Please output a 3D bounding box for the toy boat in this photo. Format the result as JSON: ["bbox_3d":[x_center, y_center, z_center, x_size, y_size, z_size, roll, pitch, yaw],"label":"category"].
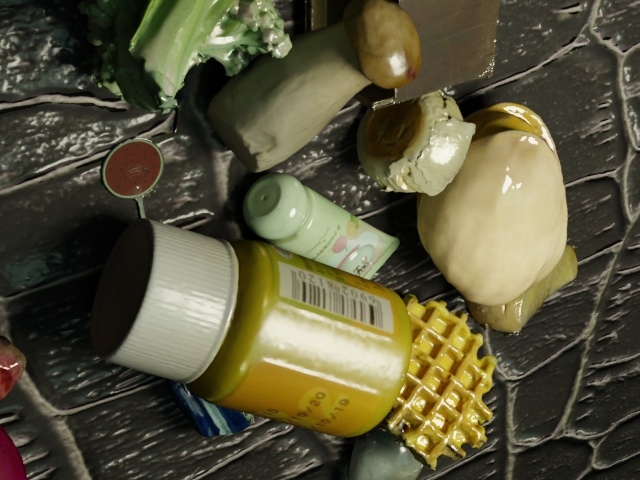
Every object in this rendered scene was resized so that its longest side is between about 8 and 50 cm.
[{"bbox_3d":[-0.093,0.160,1.629,0.291,0.067,0.220,-42,133,-22],"label":"toy boat"}]

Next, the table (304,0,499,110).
[{"bbox_3d":[0.095,-0.289,1.370,0.193,0.172,0.169,-21,128,-28],"label":"table"}]

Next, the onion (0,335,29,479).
[{"bbox_3d":[-0.470,0.270,1.284,0.385,0.348,0.347,-62,145,-37],"label":"onion"}]

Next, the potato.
[{"bbox_3d":[0.316,0.056,1.789,0.243,0.138,0.098,-31,123,-48],"label":"potato"}]

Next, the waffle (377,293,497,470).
[{"bbox_3d":[0.141,0.218,1.698,0.310,0.065,0.283,-6,81,-16],"label":"waffle"}]

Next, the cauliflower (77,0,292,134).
[{"bbox_3d":[-0.168,-0.229,1.157,0.239,0.315,0.256,-4,142,14],"label":"cauliflower"}]

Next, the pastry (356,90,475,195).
[{"bbox_3d":[0.126,-0.139,1.503,0.088,0.166,0.165,21,105,-44],"label":"pastry"}]

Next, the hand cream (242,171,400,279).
[{"bbox_3d":[0.000,0.000,1.564,0.147,0.093,0.306,-51,142,2],"label":"hand cream"}]

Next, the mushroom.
[{"bbox_3d":[-0.026,-0.177,1.292,0.128,0.128,0.350,13,154,-40],"label":"mushroom"}]

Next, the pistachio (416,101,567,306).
[{"bbox_3d":[0.253,-0.044,1.597,0.230,0.230,0.308,-13,125,-29],"label":"pistachio"}]

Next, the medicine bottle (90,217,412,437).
[{"bbox_3d":[-0.089,0.115,1.440,0.384,0.224,0.224,20,106,-28],"label":"medicine bottle"}]

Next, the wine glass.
[{"bbox_3d":[0.130,0.319,1.829,0.126,0.126,0.241,2,119,-36],"label":"wine glass"}]

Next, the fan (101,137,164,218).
[{"bbox_3d":[-0.235,-0.071,1.395,0.085,0.005,0.133,-22,128,-23],"label":"fan"}]
